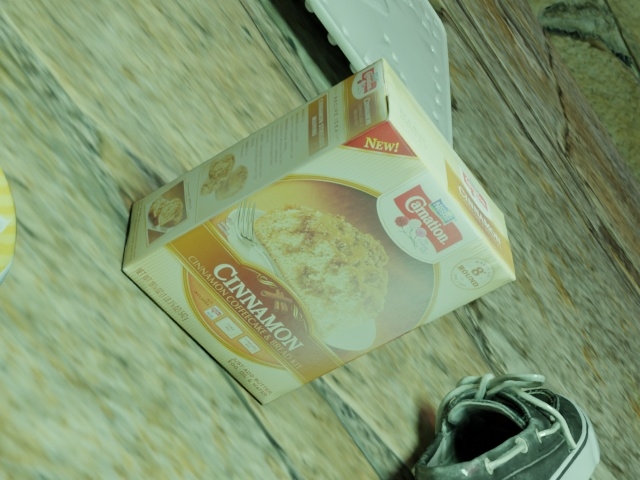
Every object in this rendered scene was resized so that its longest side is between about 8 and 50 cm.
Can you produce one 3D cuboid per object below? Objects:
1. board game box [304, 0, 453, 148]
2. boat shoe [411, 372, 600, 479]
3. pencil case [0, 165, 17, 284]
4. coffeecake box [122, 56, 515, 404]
[{"bbox_3d":[0.016,-0.282,1.403,0.390,0.050,0.390,52,23,-25],"label":"board game box"},{"bbox_3d":[0.138,0.156,1.039,0.306,0.113,0.105,-28,104,-61],"label":"boat shoe"},{"bbox_3d":[-0.167,0.066,0.410,0.113,0.124,0.273,49,25,-32],"label":"pencil case"},{"bbox_3d":[0.000,0.000,0.802,0.142,0.185,0.068,48,24,-32],"label":"coffeecake box"}]
